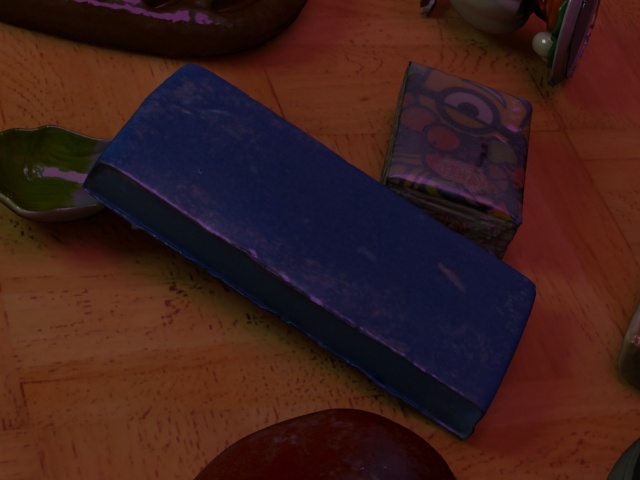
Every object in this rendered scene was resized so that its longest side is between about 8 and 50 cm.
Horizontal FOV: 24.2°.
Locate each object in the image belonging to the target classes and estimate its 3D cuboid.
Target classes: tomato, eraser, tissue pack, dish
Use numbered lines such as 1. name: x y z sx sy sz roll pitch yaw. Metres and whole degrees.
1. tomato: 0.011 0.162 0.872 0.189 0.099 0.173 14 46 -6
2. eraser: 0.000 0.000 1.032 0.312 0.043 0.144 34 43 0
3. tissue pack: 0.104 -0.063 1.151 0.108 0.060 0.148 18 43 -3
4. dish: -0.171 -0.038 1.037 0.137 0.039 0.091 -5 44 -30

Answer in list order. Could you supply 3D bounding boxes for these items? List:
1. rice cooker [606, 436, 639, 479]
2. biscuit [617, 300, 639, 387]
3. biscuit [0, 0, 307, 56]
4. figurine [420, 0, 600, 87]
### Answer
1. rice cooker: 0.320 0.174 0.851 0.288 0.277 0.288 19 49 -22
2. biscuit: 0.271 0.041 1.122 0.056 0.052 0.188 20 41 13
3. biscuit: -0.181 -0.282 1.252 0.367 0.063 0.314 11 46 -10
4. figurine: 0.158 -0.212 1.288 0.153 0.132 0.132 19 43 14
